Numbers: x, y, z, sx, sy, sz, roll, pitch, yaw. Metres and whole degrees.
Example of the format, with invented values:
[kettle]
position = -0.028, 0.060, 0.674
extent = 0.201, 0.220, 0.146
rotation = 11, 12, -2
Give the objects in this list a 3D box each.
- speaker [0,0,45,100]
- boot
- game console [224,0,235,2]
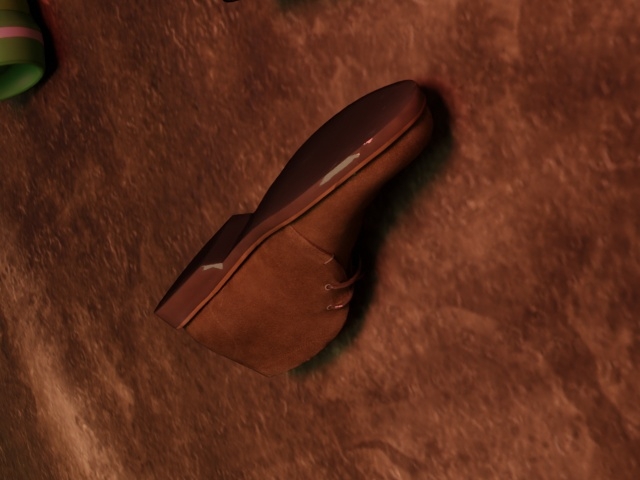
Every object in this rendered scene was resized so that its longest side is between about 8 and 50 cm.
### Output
[speaker]
position = -0.377, -0.289, 1.034
extent = 0.131, 0.131, 0.296
rotation = -28, 81, 48
[boot]
position = 0.000, 0.000, 0.764
extent = 0.115, 0.112, 0.305
rotation = 40, 132, -8
[game console]
position = -0.018, -0.228, 0.708
extent = 0.122, 0.107, 0.071
rotation = -1, 130, 48
